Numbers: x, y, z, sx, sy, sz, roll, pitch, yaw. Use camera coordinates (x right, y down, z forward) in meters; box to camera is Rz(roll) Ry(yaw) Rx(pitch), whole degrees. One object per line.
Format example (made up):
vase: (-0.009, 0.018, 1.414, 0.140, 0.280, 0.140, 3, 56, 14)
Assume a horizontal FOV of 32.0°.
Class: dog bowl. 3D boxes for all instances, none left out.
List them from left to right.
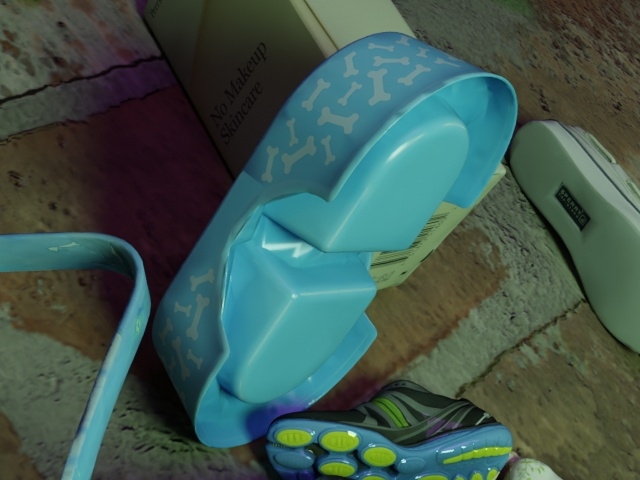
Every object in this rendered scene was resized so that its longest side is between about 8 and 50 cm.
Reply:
dog bowl: (0.000, 0.000, 0.700, 0.074, 0.297, 0.166, 44, 23, 26)

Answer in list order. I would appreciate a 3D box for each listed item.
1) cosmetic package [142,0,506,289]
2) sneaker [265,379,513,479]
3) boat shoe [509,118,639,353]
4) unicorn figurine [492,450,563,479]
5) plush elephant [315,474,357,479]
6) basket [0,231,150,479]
cosmetic package: (-0.007, -0.122, 0.891, 0.113, 0.160, 0.309, -11, 60, -42)
sneaker: (0.044, 0.139, 0.778, 0.188, 0.067, 0.078, 2, 26, -29)
boat shoe: (0.280, -0.008, 1.058, 0.088, 0.096, 0.267, -6, 50, -35)
unicorn figurine: (0.181, 0.206, 0.811, 0.162, 0.060, 0.111, 43, 41, 4)
plush elephant: (0.043, 0.271, 0.533, 0.272, 0.255, 0.330, 9, -5, 22)
basket: (-0.232, 0.092, 0.457, 0.289, 0.201, 0.254, 4, 44, 3)
